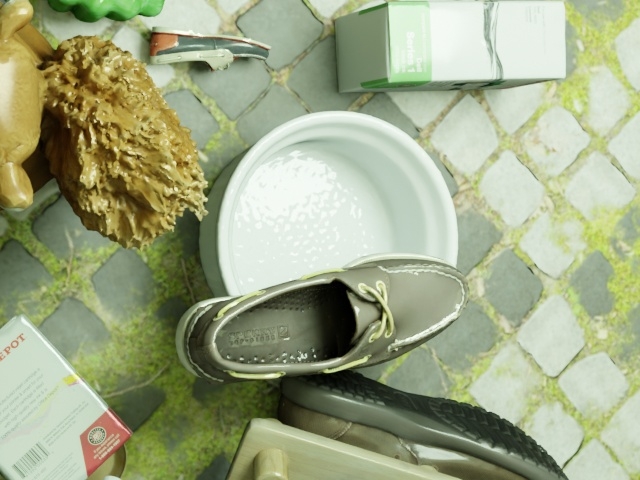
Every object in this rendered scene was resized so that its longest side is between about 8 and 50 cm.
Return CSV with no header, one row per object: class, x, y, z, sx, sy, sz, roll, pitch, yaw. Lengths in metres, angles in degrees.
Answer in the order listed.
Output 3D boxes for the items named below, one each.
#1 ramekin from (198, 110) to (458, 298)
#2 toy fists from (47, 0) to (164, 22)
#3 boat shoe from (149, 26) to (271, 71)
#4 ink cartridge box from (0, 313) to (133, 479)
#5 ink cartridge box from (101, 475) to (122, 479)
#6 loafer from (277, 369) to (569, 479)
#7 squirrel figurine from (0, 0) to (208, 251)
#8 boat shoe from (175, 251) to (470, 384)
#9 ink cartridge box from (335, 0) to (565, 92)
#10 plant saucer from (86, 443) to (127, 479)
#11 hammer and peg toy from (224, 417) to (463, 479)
ramekin,0.000,0.000,1.859,0.277,0.135,0.277,0,90,-20
toy fists,-0.289,-0.315,1.778,0.279,0.096,0.142,18,73,-18
boat shoe,-0.122,-0.208,1.862,0.137,0.049,0.043,5,91,-18
ink cartridge box,-0.303,0.182,1.765,0.127,0.072,0.175,-43,95,-16
ink cartridge box,-0.233,0.412,1.653,0.121,0.211,0.289,31,35,-19
loafer,0.109,0.247,1.915,0.365,0.134,0.130,20,103,-11
squirrel figurine,-0.297,-0.130,1.622,0.396,0.370,0.281,4,87,-21
boat shoe,0.017,0.081,1.740,0.324,0.096,0.117,-9,93,-20
ink cartridge box,0.147,-0.217,1.903,0.219,0.160,0.093,-3,91,-20
plant saucer,-0.251,0.235,1.825,0.083,0.015,0.083,0,89,-21
hammer and peg toy,0.054,0.342,1.812,0.361,0.127,0.266,17,109,-10
